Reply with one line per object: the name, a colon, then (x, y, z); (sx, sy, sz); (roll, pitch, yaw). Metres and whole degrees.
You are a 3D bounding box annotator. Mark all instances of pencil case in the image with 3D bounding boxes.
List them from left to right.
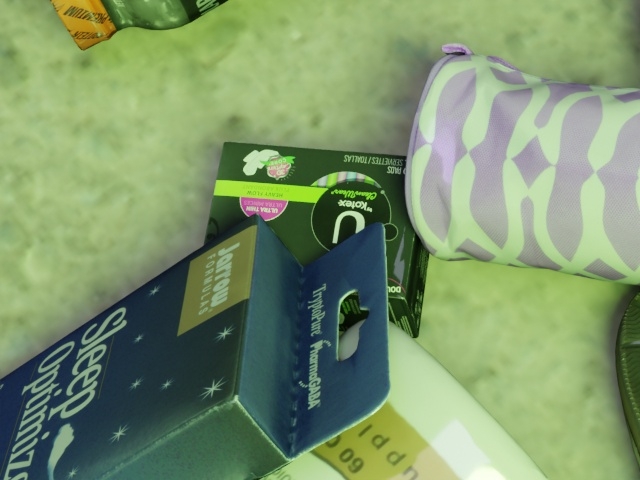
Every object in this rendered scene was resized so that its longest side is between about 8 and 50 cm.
pencil case: (0.134, -0.025, 0.671); (0.206, 0.086, 0.088); (6, 83, 24)

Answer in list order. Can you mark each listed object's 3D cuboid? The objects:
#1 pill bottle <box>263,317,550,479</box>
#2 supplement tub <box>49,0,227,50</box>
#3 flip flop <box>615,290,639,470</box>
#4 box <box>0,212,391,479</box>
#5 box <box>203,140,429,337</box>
pill bottle: (-0.023, 0.147, 0.638); (0.229, 0.131, 0.131); (-42, 68, -7)
supplement tub: (-0.043, -0.166, 0.768); (0.190, 0.117, 0.117); (-31, 67, -2)
flip flop: (0.163, 0.132, 0.646); (0.112, 0.080, 0.277); (-9, 52, 3)
box: (-0.076, 0.068, 0.652); (0.225, 0.036, 0.136); (-32, 22, 16)
box: (0.000, 0.000, 0.733); (0.083, 0.052, 0.062); (5, 70, 11)
